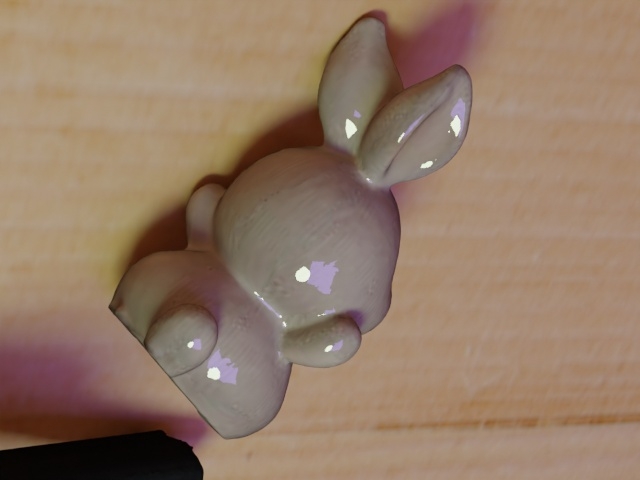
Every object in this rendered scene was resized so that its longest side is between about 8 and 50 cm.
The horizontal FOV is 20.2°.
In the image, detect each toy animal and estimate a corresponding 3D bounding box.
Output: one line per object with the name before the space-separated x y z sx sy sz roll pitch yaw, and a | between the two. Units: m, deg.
toy animal | 0.000 0.000 0.895 0.212 0.124 0.124 -42 133 0

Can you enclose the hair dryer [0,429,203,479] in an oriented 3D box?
hair dryer | -0.153 0.130 0.899 0.251 0.197 0.089 -8 127 -49
